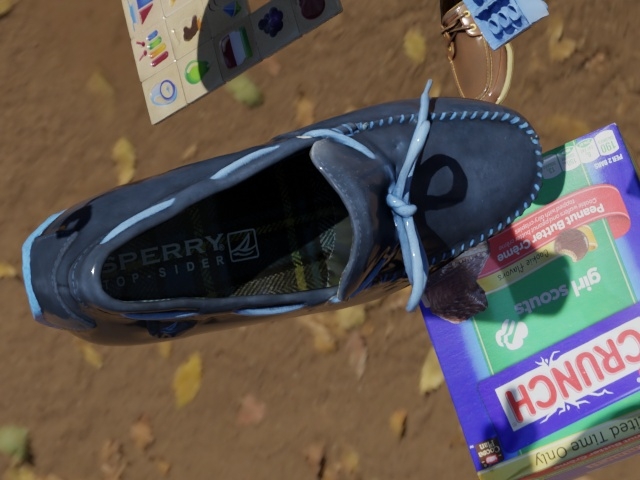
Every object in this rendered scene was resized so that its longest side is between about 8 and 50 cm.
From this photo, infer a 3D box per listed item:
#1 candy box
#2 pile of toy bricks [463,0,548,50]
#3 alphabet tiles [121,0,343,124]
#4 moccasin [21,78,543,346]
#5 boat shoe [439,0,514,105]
[{"bbox_3d":[0.252,0.080,1.798,0.268,0.122,0.317,-24,71,15],"label":"candy box"},{"bbox_3d":[0.118,-0.142,0.581,0.118,0.105,0.212,59,156,1],"label":"pile of toy bricks"},{"bbox_3d":[-0.088,-0.238,1.364,0.198,0.009,0.237,-28,66,31],"label":"alphabet tiles"},{"bbox_3d":[0.000,0.000,1.016,0.342,0.117,0.137,-22,100,-24],"label":"moccasin"},{"bbox_3d":[0.138,-0.196,1.618,0.060,0.178,0.064,25,138,-36],"label":"boat shoe"}]
